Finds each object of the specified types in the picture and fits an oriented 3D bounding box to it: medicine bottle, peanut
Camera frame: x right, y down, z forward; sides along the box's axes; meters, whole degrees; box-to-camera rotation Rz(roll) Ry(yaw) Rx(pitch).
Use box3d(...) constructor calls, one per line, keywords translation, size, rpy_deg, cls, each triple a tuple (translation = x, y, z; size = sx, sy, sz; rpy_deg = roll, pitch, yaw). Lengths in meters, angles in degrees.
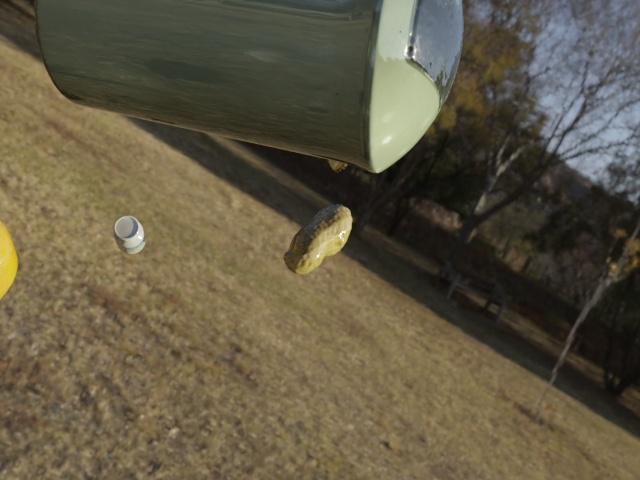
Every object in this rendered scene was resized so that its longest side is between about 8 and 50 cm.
box3d(translation=(-0.337, -0.011, 1.388), size=(0.052, 0.052, 0.089), rpy_deg=(26, -17, 0), cls="medicine bottle")
box3d(translation=(0.000, 0.000, 1.429), size=(0.080, 0.174, 0.080), rpy_deg=(28, -38, 24), cls="peanut")

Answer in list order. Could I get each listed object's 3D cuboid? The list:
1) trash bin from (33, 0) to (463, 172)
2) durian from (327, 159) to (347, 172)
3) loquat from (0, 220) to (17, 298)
box3d(translation=(-0.060, -0.238, 0.878), size=(0.432, 0.280, 0.280), rpy_deg=(11, 3, 11), cls="trash bin")
box3d(translation=(0.049, -0.210, 1.689), size=(0.066, 0.130, 0.052), rpy_deg=(-1, -3, 29), cls="durian")
box3d(translation=(-0.621, 0.036, 1.331), size=(0.208, 0.208, 0.208), rpy_deg=(26, 6, -3), cls="loquat")
